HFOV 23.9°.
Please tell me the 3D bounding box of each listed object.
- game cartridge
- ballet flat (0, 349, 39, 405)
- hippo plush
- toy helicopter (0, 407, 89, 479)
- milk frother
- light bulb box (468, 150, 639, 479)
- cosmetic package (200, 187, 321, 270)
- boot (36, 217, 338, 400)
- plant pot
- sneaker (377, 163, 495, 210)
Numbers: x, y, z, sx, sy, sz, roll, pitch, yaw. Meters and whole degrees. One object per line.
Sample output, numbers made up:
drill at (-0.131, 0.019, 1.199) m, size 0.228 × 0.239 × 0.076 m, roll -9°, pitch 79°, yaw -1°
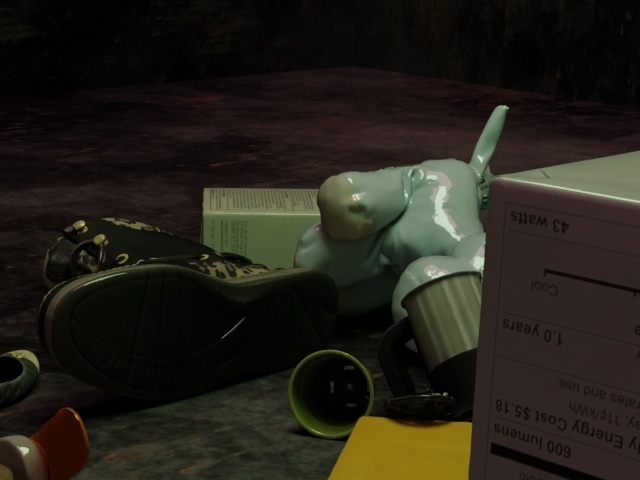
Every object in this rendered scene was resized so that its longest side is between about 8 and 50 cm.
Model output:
game cartridge at (0.165, 0.219, 1.212) m, size 0.324 × 0.052 × 0.285 m, roll 2°, pitch 13°, yaw 11°
ballet flat at (-0.325, 0.135, 1.475) m, size 0.057 × 0.049 × 0.173 m, roll 7°, pitch 14°, yaw 18°
hippo plush at (0.141, 0.040, 1.731) m, size 0.294 × 0.234 × 0.236 m, roll -21°, pitch 53°, yaw -24°
toy helicopter at (-0.307, 0.179, 1.145) m, size 0.235 × 0.140 × 0.355 m, roll -9°, pitch 4°, yaw -18°
milk frother at (0.111, 0.105, 1.412) m, size 0.129 × 0.134 × 0.143 m, roll -22°, pitch -22°, yaw 4°
light bulb box at (0.280, 0.154, 0.817) m, size 0.358 × 0.361 × 0.225 m, roll 13°, pitch 16°, yaw 40°
cosmetic package at (0.000, 0.000, 1.952) m, size 0.309 × 0.113 × 0.160 m, roll 2°, pitch 14°, yaw -3°
boot at (-0.200, 0.060, 1.617) m, size 0.284 × 0.138 × 0.377 m, roll 16°, pitch 16°, yaw 42°
plant pot at (0.020, 0.144, 1.450) m, size 0.083 × 0.083 × 0.079 m, roll 6°, pitch 2°, yaw 16°
sneaker at (0.150, -0.073, 1.914) m, size 0.166 × 0.065 × 0.076 m, roll 6°, pitch 12°, yaw 9°
